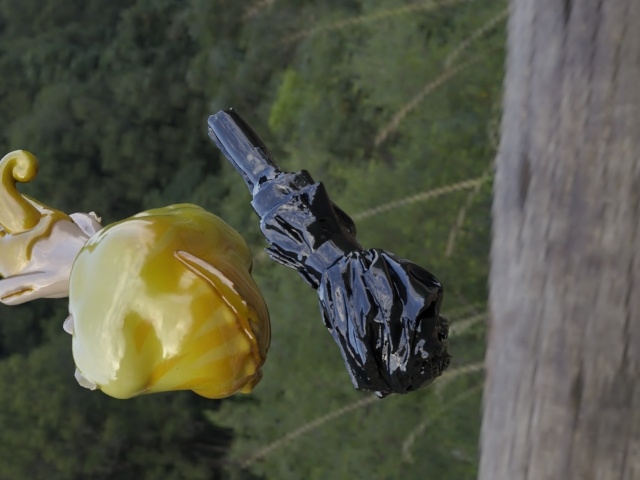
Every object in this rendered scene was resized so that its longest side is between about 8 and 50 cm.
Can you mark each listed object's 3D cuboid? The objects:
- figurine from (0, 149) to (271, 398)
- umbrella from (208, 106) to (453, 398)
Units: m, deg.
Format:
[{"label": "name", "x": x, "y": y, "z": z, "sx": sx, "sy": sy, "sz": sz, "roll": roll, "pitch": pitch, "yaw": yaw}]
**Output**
[{"label": "figurine", "x": -0.133, "y": 0.025, "z": 0.938, "sx": 0.156, "sy": 0.246, "sz": 0.131, "roll": -51, "pitch": -35, "yaw": -31}, {"label": "umbrella", "x": 0.000, "y": 0.000, "z": 1.295, "sx": 0.340, "sy": 0.118, "sz": 0.118, "roll": 51, "pitch": 134, "yaw": 26}]
